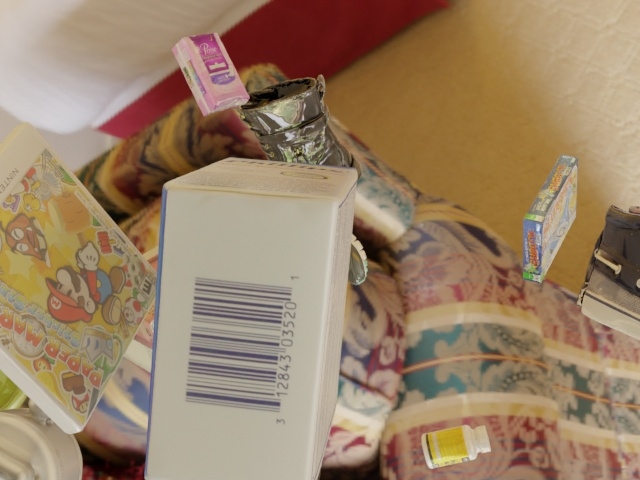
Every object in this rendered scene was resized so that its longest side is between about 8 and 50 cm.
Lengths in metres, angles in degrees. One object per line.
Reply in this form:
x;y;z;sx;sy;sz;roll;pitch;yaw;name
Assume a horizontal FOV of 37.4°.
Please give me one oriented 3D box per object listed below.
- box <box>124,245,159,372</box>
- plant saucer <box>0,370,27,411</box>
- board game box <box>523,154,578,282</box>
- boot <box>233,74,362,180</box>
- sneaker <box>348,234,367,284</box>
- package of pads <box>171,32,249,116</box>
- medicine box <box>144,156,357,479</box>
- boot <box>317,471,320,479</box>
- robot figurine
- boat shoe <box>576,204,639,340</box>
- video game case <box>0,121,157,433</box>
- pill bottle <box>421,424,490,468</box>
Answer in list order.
-0.232;0.112;1.457;0.232;0.148;0.127;15;132;52;box
-0.628;0.234;1.709;0.037;0.241;0.241;3;83;56;plant saucer
0.405;-0.040;1.664;0.035;0.201;0.136;14;135;27;board game box
-0.076;-0.150;1.508;0.263;0.229;0.091;-21;47;16;boot
0.000;0.000;1.345;0.166;0.076;0.065;55;148;0;sneaker
-0.114;-0.173;0.985;0.032;0.050;0.083;-31;83;47;package of pads
-0.054;0.065;0.911;0.289;0.149;0.264;-60;-24;-80;medicine box
-0.113;0.414;1.512;0.115;0.305;0.112;-35;86;37;boot
-0.484;0.363;1.464;0.300;0.199;0.353;-56;-1;-8;robot figurine
0.466;0.060;1.150;0.340;0.127;0.158;25;112;49;boat shoe
-0.259;0.033;0.901;0.026;0.227;0.206;-16;34;31;video game case
0.246;0.371;1.715;0.116;0.065;0.065;-15;65;10;pill bottle
